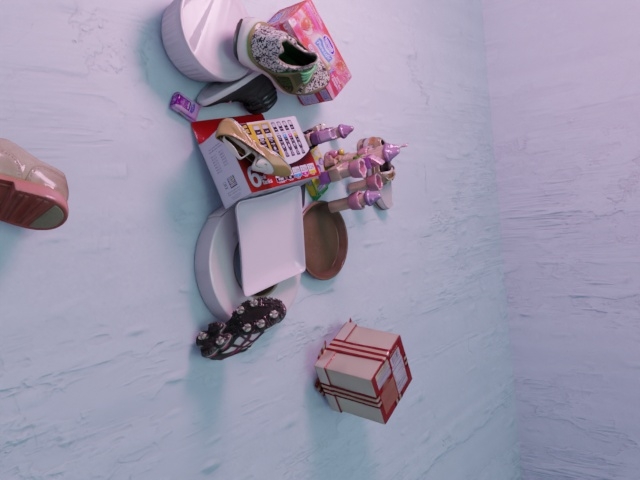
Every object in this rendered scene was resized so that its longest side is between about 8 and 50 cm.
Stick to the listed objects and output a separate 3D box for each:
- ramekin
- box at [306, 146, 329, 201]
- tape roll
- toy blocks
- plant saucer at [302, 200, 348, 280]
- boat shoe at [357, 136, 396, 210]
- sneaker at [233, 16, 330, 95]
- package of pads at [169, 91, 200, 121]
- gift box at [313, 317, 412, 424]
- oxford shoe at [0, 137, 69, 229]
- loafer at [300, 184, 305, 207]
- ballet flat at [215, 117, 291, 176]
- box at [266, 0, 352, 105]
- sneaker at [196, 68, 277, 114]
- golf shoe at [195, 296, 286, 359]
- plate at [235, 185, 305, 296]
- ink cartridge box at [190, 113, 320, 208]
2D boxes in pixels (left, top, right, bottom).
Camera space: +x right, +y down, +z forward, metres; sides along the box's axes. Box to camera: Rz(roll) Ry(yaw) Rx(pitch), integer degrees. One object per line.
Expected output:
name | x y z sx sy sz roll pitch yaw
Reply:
ramekin | -0.319 -0.570 1.662 0.272 0.127 0.273 4 85 -51
box | -0.020 -0.235 2.068 0.105 0.043 0.179 -50 127 -41
tape roll | -0.208 0.068 1.795 0.391 0.071 0.393 5 83 -50
toy blocks | 0.146 -0.287 2.055 0.288 0.259 0.309 -46 120 -58
plant saucer | 0.000 0.000 2.077 0.277 0.041 0.278 5 84 -51
boat shoe | 0.235 -0.257 2.331 0.113 0.103 0.303 -42 119 -43
sneaker | -0.068 -0.506 1.725 0.410 0.182 0.158 5 104 -57
package of pads | -0.375 -0.370 1.655 0.083 0.031 0.050 31 61 -45
gift box | 0.138 0.426 2.039 0.255 0.258 0.277 -43 127 -43
oxford shoe | -0.703 -0.151 1.197 0.396 0.140 0.147 30 34 -40
loafer | -0.079 -0.212 1.965 0.076 0.078 0.224 -12 96 -50
ballet flat | -0.183 -0.228 1.590 0.232 0.080 0.073 37 58 -13
box | -0.047 -0.613 1.972 0.142 0.154 0.300 -55 126 -30
sneaker | -0.231 -0.426 1.780 0.295 0.104 0.147 -39 134 -32
golf shoe | -0.211 0.248 1.668 0.105 0.272 0.120 67 6 34
plate | -0.151 -0.005 1.753 0.278 0.045 0.278 -22 116 -49
ink cartridge box | -0.187 -0.266 1.751 0.309 0.130 0.272 -23 88 -49
